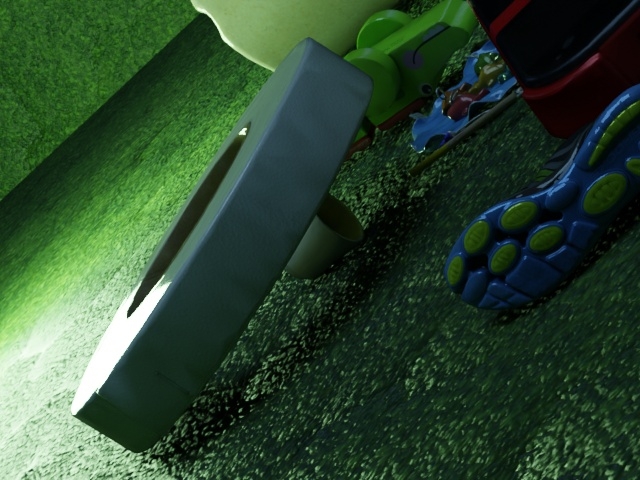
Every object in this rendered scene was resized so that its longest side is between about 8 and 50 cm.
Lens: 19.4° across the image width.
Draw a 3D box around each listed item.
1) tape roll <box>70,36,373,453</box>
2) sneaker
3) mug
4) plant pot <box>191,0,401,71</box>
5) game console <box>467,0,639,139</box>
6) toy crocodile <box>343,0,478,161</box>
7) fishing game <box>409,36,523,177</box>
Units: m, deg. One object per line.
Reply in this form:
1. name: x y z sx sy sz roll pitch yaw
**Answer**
1. tape roll: -0.087 0.004 1.615 0.392 0.072 0.392 -55 8 12
2. sneaker: 0.160 -0.023 1.190 0.188 0.067 0.078 -44 -8 9
3. mug: 0.000 0.002 1.611 0.064 0.078 0.062 -48 43 24
4. plant pot: 0.005 -0.372 2.243 0.305 0.334 0.334 -50 8 30
5. game console: 0.270 -0.256 1.325 0.386 0.060 0.342 -44 18 13
6. toy crocodile: 0.022 -0.128 1.848 0.340 0.105 0.115 -33 17 26
7. fishing game: 0.143 -0.151 1.653 0.189 0.041 0.264 -35 14 35
